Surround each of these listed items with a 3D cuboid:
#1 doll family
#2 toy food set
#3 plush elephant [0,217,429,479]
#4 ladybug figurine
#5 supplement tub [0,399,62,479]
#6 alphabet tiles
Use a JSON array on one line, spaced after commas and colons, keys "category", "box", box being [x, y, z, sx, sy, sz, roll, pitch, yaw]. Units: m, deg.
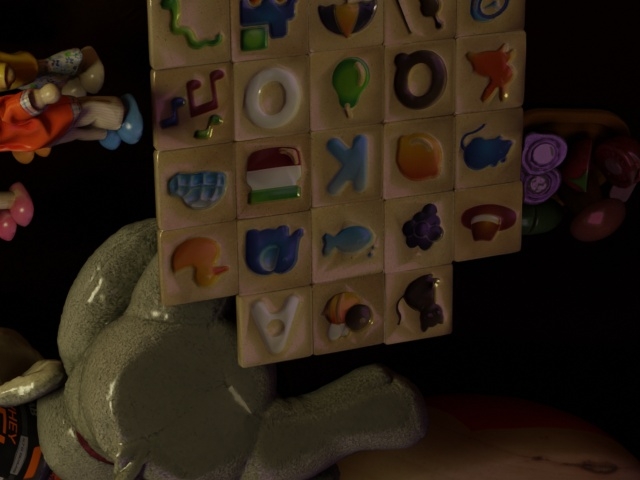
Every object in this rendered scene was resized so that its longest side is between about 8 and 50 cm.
[{"category": "doll family", "box": [-0.252, -0.081, 1.290, 0.163, 0.118, 0.263, -3, 160, -38]}, {"category": "toy food set", "box": [0.212, -0.046, 1.626, 0.218, 0.071, 0.128, -2, 141, -29]}, {"category": "plush elephant", "box": [-0.124, 0.120, 1.497, 0.330, 0.272, 0.255, -41, -166, -16]}, {"category": "ladybug figurine", "box": [0.158, 0.267, 1.944, 0.449, 0.162, 0.305, 16, 130, -43]}, {"category": "supplement tub", "box": [-0.301, 0.160, 1.562, 0.117, 0.117, 0.190, -38, 144, 21]}, {"category": "alphabet tiles", "box": [0.018, -0.080, 1.354, 0.285, 0.011, 0.342, -9, 111, -22]}]
